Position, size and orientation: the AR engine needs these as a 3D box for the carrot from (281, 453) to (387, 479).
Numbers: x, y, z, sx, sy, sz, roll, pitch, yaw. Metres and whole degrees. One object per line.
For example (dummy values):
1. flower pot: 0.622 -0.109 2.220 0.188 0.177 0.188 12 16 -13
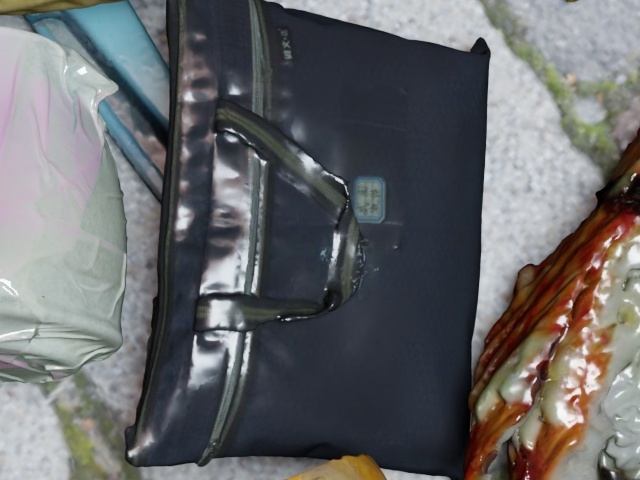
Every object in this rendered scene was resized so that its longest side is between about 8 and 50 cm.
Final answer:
1. carrot: 0.024 0.289 0.715 0.224 0.224 0.340 -29 76 -9

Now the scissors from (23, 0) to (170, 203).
1. scissors: -0.151 -0.166 0.864 0.180 0.032 0.393 -33 85 -2

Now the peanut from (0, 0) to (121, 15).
1. peanut: -0.200 -0.182 0.774 0.325 0.153 0.140 -2 81 -6

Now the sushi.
1. sushi: 0.196 0.015 0.824 0.130 0.124 0.332 37 80 -9

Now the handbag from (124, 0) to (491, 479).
1. handbag: 0.000 0.000 0.805 0.211 0.089 0.254 7 83 -32

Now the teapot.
1. teapot: -0.196 -0.019 0.796 0.163 0.222 0.178 16 70 -41
